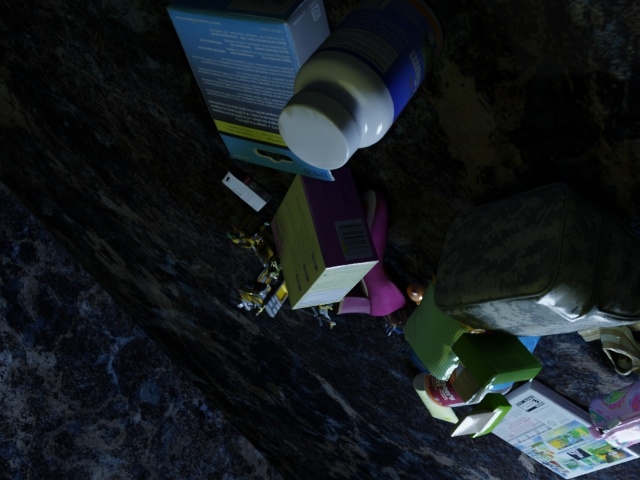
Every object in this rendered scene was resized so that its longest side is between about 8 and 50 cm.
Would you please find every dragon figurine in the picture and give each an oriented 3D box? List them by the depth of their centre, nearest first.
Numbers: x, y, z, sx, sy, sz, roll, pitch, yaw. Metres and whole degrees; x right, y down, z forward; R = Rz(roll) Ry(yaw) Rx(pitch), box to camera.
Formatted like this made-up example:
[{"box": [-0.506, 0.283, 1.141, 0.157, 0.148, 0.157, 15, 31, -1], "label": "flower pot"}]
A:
[{"box": [0.269, 0.257, 1.559, 0.289, 0.085, 0.144, 50, 146, 18], "label": "dragon figurine"}]

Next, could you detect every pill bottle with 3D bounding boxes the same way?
[{"box": [0.057, -0.230, 0.945, 0.152, 0.272, 0.152, 25, 149, 16], "label": "pill bottle"}, {"box": [0.360, 0.340, 1.608, 0.121, 0.121, 0.221, 39, 149, -8], "label": "pill bottle"}]

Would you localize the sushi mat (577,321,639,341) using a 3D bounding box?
[{"box": [0.565, 0.111, 1.187, 0.151, 0.019, 0.316, 41, 149, -10], "label": "sushi mat"}]

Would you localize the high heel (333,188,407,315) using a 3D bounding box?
[{"box": [0.142, 0.028, 1.450, 0.181, 0.127, 0.377, -3, 140, -15], "label": "high heel"}]

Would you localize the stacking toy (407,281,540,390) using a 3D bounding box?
[{"box": [0.309, 0.169, 1.415, 0.302, 0.175, 0.165, 34, 111, 35], "label": "stacking toy"}]

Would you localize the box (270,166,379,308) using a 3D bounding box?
[{"box": [0.000, 0.000, 1.372, 0.243, 0.117, 0.213, 126, 132, -59], "label": "box"}]

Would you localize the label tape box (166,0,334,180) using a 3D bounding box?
[{"box": [-0.093, -0.283, 1.180, 0.249, 0.115, 0.347, 17, 148, 28], "label": "label tape box"}]

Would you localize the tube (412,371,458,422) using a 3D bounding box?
[{"box": [0.330, 0.464, 1.879, 0.240, 0.062, 0.070, 58, -177, -42], "label": "tube"}]

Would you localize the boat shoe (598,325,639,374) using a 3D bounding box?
[{"box": [0.581, 0.224, 1.251, 0.190, 0.072, 0.068, 36, 149, -30], "label": "boat shoe"}]

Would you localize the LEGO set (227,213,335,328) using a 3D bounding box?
[{"box": [-0.102, 0.086, 1.626, 0.331, 0.192, 0.255, 16, 145, 28], "label": "LEGO set"}]

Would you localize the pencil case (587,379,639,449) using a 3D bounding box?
[{"box": [0.655, 0.321, 1.264, 0.124, 0.124, 0.284, 38, 141, -6], "label": "pencil case"}]

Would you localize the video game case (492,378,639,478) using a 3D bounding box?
[{"box": [0.593, 0.493, 1.684, 0.300, 0.036, 0.329, 32, 149, 5], "label": "video game case"}]

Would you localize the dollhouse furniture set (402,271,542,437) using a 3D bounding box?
[{"box": [0.241, 0.207, 1.274, 0.301, 0.151, 0.197, 54, 127, 39], "label": "dollhouse furniture set"}]

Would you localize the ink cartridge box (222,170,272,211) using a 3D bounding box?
[{"box": [-0.176, -0.124, 1.563, 0.115, 0.029, 0.063, 40, 150, -8], "label": "ink cartridge box"}]

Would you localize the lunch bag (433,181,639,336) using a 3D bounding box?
[{"box": [0.379, 0.061, 1.111, 0.256, 0.212, 0.305, 27, 156, -22], "label": "lunch bag"}]
